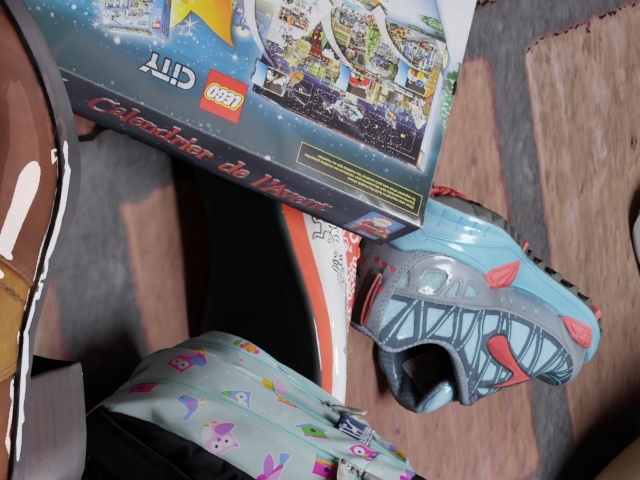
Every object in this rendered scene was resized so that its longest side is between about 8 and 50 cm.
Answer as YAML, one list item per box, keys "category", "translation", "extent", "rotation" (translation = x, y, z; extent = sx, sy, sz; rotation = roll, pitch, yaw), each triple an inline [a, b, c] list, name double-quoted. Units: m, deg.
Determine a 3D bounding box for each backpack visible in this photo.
- category: "backpack"
  translation: [-0.033, 0.131, 0.818]
  extent: [0.115, 0.182, 0.152]
  rotation: [-39, 157, -53]

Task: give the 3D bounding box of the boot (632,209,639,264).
- category: "boot"
  translation: [0.343, 0.059, 1.421]
  extent: [0.123, 0.095, 0.258]
  rotation: [-35, 117, -42]

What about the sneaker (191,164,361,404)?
- category: "sneaker"
  translation: [0.001, -0.001, 0.933]
  extent: [0.145, 0.090, 0.270]
  rotation: [-17, 101, -51]

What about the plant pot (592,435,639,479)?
- category: "plant pot"
  translation: [0.291, 0.241, 1.241]
  extent: [0.191, 0.284, 0.284]
  rotation: [1, 89, -19]

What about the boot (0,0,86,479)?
- category: "boot"
  translation: [-0.226, 0.017, 0.640]
  extent: [0.280, 0.096, 0.264]
  rotation: [-13, 109, -47]

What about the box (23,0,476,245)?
- category: "box"
  translation: [-0.040, -0.115, 0.822]
  extent: [0.233, 0.044, 0.159]
  rotation: [23, 69, -21]

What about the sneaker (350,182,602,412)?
- category: "sneaker"
  translation: [0.085, 0.053, 1.077]
  extent: [0.125, 0.104, 0.262]
  rotation: [-58, 142, -3]
